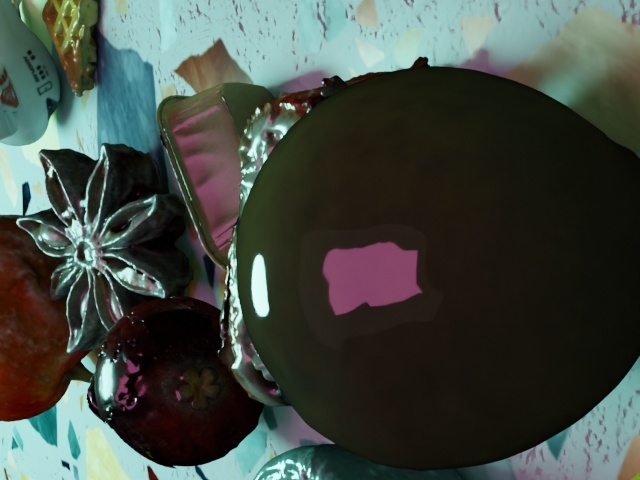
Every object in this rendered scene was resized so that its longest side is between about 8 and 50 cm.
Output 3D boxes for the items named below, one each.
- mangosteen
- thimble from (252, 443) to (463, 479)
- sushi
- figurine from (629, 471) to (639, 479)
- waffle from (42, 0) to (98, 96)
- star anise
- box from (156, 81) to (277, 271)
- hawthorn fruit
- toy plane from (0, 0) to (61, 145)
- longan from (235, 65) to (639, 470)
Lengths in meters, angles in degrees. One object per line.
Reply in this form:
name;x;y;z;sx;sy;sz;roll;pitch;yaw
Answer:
mangosteen;-0.140;0.138;1.201;0.180;0.166;0.166;-37;69;63
thimble;0.025;0.255;0.975;0.235;0.143;0.198;-1;86;57
sushi;0.000;0.000;0.972;0.130;0.124;0.332;42;134;42
figurine;0.210;0.193;0.736;0.156;0.095;0.115;127;135;-55
waffle;-0.253;-0.258;1.355;0.191;0.032;0.125;-49;57;53
star anise;-0.214;0.004;1.320;0.236;0.109;0.223;0;104;41
box;-0.075;-0.056;1.089;0.111;0.111;0.177;-45;62;53
hawthorn fruit;-0.343;0.111;1.471;0.272;0.242;0.242;41;139;6
toy plane;-0.373;-0.222;1.454;0.252;0.118;0.252;-11;-90;-90
longan;0.077;0.013;0.750;0.258;0.258;0.258;25;121;51
